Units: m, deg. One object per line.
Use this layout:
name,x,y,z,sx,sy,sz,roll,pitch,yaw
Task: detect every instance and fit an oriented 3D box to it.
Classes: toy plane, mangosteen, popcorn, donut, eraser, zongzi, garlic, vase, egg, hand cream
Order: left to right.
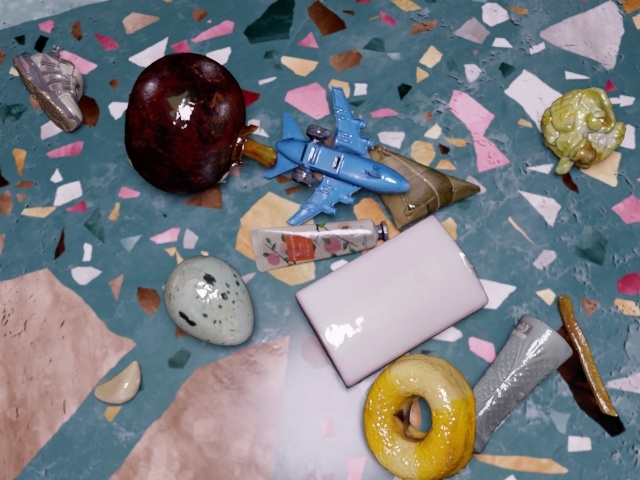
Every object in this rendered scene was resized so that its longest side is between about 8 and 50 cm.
garlic,-0.324,0.236,0.963,0.083,0.041,0.053,-29,69,-1
mangosteen,-0.194,-0.183,1.005,0.261,0.235,0.236,19,73,-8
egg,-0.173,0.098,0.956,0.164,0.131,0.131,38,76,13
hand cream,0.000,0.000,1.030,0.233,0.050,0.080,-9,106,-1
toy plane,0.024,-0.131,1.009,0.271,0.105,0.254,22,96,35
eraser,0.115,0.097,0.975,0.270,0.095,0.174,-29,74,-9
donut,0.141,0.267,0.881,0.174,0.074,0.190,25,102,30
zongzi,0.173,-0.119,1.059,0.176,0.078,0.160,-26,73,-18
vase,0.287,0.227,0.935,0.096,0.096,0.219,42,80,13
popcorn,0.460,-0.198,1.060,0.141,0.163,0.135,-17,35,-28

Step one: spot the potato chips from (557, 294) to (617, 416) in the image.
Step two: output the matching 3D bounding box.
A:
potato chips,0.433,0.187,0.977,0.026,0.037,0.204,-18,78,5

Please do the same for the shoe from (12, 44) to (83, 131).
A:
shoe,-0.486,-0.286,1.114,0.092,0.089,0.180,-37,77,-23
